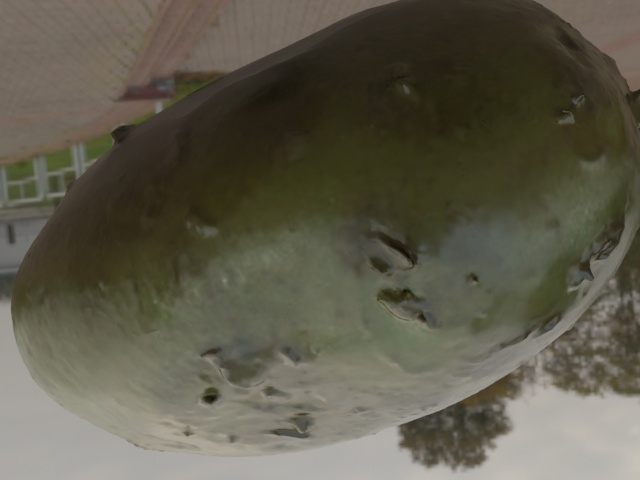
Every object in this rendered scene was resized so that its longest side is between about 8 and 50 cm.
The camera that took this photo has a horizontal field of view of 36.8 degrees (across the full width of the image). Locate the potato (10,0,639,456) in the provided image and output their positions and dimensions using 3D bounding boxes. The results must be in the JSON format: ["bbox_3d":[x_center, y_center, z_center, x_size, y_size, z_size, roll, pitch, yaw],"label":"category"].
[{"bbox_3d":[0.000,0.000,0.436,0.307,0.173,0.210,-24,-160,19],"label":"potato"}]
